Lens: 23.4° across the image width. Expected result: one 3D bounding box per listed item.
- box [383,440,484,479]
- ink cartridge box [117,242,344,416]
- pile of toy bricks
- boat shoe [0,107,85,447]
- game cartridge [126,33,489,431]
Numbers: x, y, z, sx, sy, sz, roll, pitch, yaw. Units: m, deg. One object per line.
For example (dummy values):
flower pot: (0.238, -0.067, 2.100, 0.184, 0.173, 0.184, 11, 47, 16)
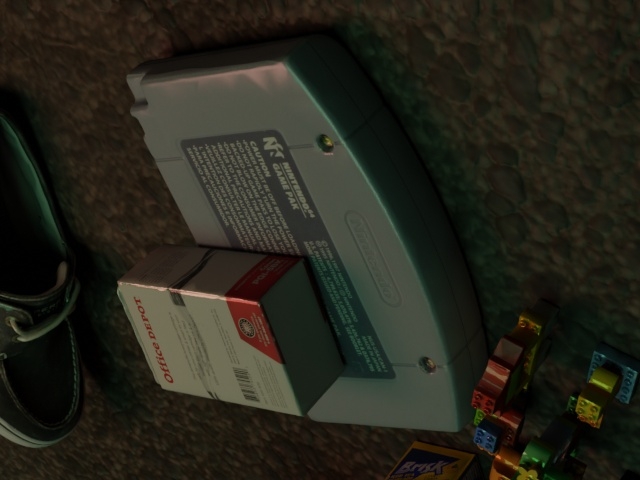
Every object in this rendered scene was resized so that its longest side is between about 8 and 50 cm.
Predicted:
box: (0.102, 0.236, 1.164, 0.059, 0.054, 0.169, 7, 128, 39)
ink cartridge box: (-0.063, 0.059, 1.071, 0.135, 0.056, 0.099, 7, 128, 38)
pile of toy bricks: (0.142, 0.155, 1.010, 0.118, 0.105, 0.212, 28, 139, 22)
boat shoe: (-0.259, 0.038, 1.265, 0.119, 0.121, 0.335, 11, 129, 42)
game cartridge: (0.000, 0.000, 1.047, 0.196, 0.060, 0.294, 2, 125, 46)
